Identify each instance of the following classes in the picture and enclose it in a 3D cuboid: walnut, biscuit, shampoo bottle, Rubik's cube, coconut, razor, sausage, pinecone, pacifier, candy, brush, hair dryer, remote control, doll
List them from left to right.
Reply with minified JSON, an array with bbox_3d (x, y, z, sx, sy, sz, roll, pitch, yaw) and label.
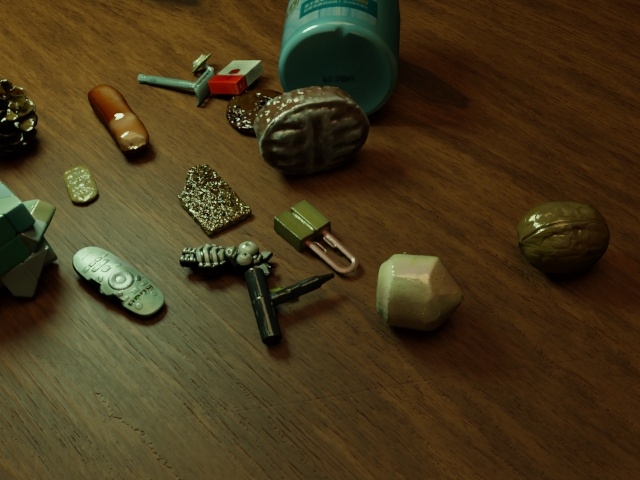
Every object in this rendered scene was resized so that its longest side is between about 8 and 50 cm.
[{"bbox_3d":[-0.835,-0.328,1.986,0.179,0.204,0.184,10,45,-17],"label":"pinecone"},{"bbox_3d":[-0.703,0.002,1.676,0.265,0.213,0.224,-38,42,-18],"label":"Rubik's cube"},{"bbox_3d":[-0.613,-0.144,1.935,0.071,0.018,0.147,-17,49,-18],"label":"biscuit"},{"bbox_3d":[-0.454,0.093,1.692,0.256,0.045,0.097,32,55,23],"label":"remote control"},{"bbox_3d":[-0.552,-0.331,2.075,0.089,0.083,0.300,-20,52,-26],"label":"sausage"},{"bbox_3d":[-0.431,-0.462,2.225,0.232,0.068,0.106,12,46,20],"label":"razor"},{"bbox_3d":[-0.350,-0.525,2.290,0.064,0.068,0.083,43,73,-6],"label":"pacifier"},{"bbox_3d":[-0.285,-0.110,1.900,0.131,0.026,0.237,-26,53,-25],"label":"biscuit"},{"bbox_3d":[-0.209,0.042,1.727,0.219,0.067,0.091,5,35,2],"label":"doll"},{"bbox_3d":[-0.175,-0.366,2.132,0.192,0.049,0.192,-3,44,3],"label":"biscuit"},{"bbox_3d":[-0.052,0.127,1.642,0.194,0.050,0.173,-10,60,-11],"label":"hair dryer"},{"bbox_3d":[-0.026,-0.284,1.940,0.289,0.214,0.157,-13,42,-13],"label":"candy"},{"bbox_3d":[0.000,0.000,1.782,0.103,0.047,0.233,-32,54,-27],"label":"brush"},{"bbox_3d":[0.058,-0.556,2.124,0.331,0.331,0.343,3,48,3],"label":"shampoo bottle"},{"bbox_3d":[0.211,0.107,1.605,0.182,0.171,0.171,5,46,8],"label":"coconut"},{"bbox_3d":[0.547,-0.007,1.715,0.207,0.167,0.167,-5,46,-7],"label":"walnut"}]

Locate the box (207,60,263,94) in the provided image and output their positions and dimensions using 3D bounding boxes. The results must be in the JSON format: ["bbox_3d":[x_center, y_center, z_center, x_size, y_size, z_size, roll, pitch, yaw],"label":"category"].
[{"bbox_3d":[-0.247,-0.479,2.219,0.100,0.048,0.152,5,35,27],"label":"box"}]

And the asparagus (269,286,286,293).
[{"bbox_3d":[-0.103,0.117,1.685,0.108,0.021,0.025,-4,45,-4],"label":"asparagus"}]
